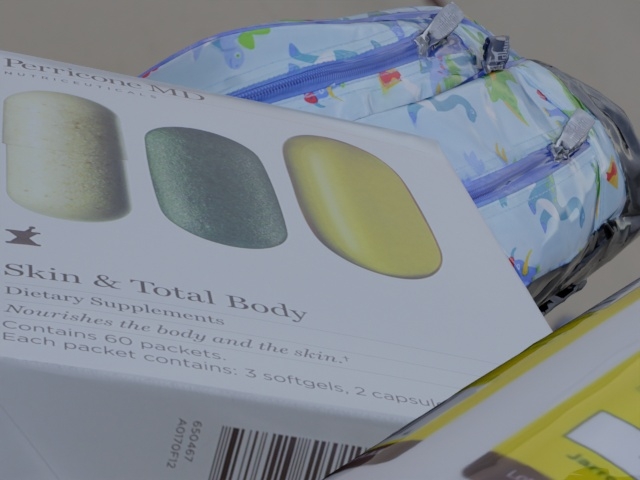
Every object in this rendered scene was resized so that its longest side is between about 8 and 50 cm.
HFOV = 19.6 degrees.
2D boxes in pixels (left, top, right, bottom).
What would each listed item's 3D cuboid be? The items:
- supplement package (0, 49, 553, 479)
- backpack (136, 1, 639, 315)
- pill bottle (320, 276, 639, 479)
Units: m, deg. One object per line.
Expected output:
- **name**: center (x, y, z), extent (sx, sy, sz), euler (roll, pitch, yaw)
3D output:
- **supplement package**: center (-0.047, 0.079, 0.658), extent (0.199, 0.198, 0.263), euler (10, 21, -14)
- **backpack**: center (0.000, 0.000, 1.002), extent (0.273, 0.290, 0.355), euler (62, 28, -13)
- **pill bottle**: center (0.092, 0.064, 0.408), extent (0.215, 0.117, 0.117), euler (-27, 82, -40)
